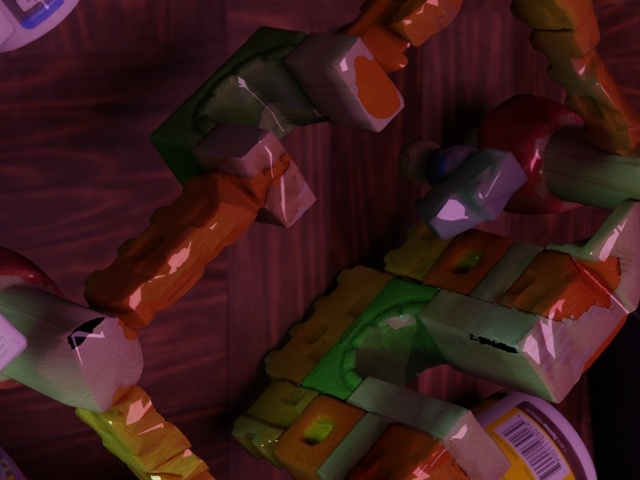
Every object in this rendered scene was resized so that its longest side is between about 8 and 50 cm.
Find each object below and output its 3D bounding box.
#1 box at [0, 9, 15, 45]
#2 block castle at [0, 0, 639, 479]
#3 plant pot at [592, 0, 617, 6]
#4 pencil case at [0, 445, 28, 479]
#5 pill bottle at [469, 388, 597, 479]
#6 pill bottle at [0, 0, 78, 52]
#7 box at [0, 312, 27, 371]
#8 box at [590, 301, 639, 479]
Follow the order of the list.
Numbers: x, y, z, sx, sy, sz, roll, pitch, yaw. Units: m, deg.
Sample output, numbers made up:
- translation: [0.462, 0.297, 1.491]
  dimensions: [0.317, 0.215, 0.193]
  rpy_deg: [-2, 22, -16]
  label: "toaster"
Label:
- translation: [-0.364, -0.079, 0.972]
  dimensions: [0.345, 0.168, 0.215]
  rpy_deg: [-47, 124, -18]
  label: "box"
- translation: [0.000, 0.000, 1.239]
  dimensions: [0.453, 0.213, 0.303]
  rpy_deg: [-47, 121, -19]
  label: "block castle"
- translation: [0.173, -0.327, 1.261]
  dimensions: [0.203, 0.291, 0.291]
  rpy_deg: [34, 80, -20]
  label: "plant pot"
- translation: [-0.259, 0.127, 1.131]
  dimensions: [0.124, 0.124, 0.284]
  rpy_deg: [-47, 125, -18]
  label: "pencil case"
- translation: [0.089, 0.205, 1.408]
  dimensions: [0.215, 0.117, 0.117]
  rpy_deg: [-31, 118, -27]
  label: "pill bottle"
- translation: [-0.202, -0.182, 1.124]
  dimensions: [0.078, 0.078, 0.137]
  rpy_deg: [-47, 124, -18]
  label: "pill bottle"
- translation: [-0.254, 0.012, 0.904]
  dimensions: [0.114, 0.103, 0.203]
  rpy_deg: [-49, 125, -17]
  label: "box"
- translation: [0.497, 0.228, 1.612]
  dimensions: [0.472, 0.297, 0.479]
  rpy_deg: [-19, 112, -30]
  label: "box"
